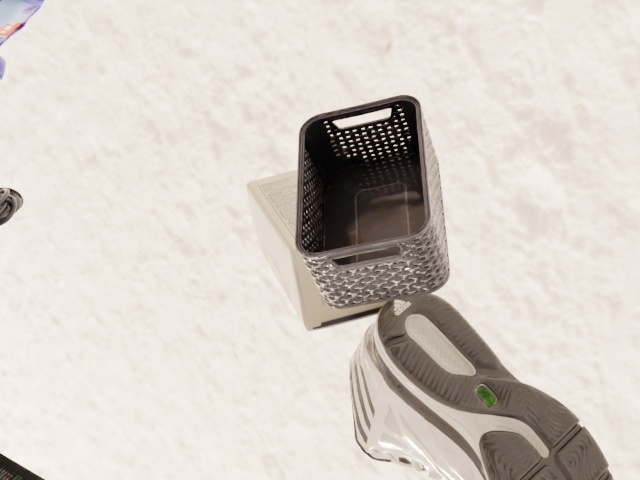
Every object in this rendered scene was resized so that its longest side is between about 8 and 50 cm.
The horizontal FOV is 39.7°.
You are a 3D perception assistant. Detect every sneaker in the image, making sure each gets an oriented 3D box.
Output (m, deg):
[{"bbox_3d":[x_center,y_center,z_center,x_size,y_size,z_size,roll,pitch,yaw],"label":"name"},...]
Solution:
[{"bbox_3d":[0.209,0.291,1.224,0.447,0.169,0.257,50,150,12],"label":"sneaker"}]

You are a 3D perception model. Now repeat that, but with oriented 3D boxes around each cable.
[{"bbox_3d":[-0.486,-0.030,1.173,0.150,0.184,0.047,2,108,55],"label":"cable"}]

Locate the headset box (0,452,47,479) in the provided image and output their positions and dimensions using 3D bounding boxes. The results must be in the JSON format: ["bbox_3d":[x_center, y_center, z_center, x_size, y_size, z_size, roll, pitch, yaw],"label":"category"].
[{"bbox_3d":[-0.347,0.406,0.886,0.131,0.246,0.283,24,131,19],"label":"headset box"}]

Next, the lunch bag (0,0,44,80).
[{"bbox_3d":[-0.437,-0.244,0.876,0.221,0.293,0.138,-33,45,25],"label":"lunch bag"}]

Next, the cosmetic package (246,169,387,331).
[{"bbox_3d":[0.000,0.000,1.308,0.296,0.153,0.129,-124,22,-63],"label":"cosmetic package"}]

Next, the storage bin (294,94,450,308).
[{"bbox_3d":[0.048,-0.038,0.828,0.122,0.180,0.084,-11,138,14],"label":"storage bin"}]
